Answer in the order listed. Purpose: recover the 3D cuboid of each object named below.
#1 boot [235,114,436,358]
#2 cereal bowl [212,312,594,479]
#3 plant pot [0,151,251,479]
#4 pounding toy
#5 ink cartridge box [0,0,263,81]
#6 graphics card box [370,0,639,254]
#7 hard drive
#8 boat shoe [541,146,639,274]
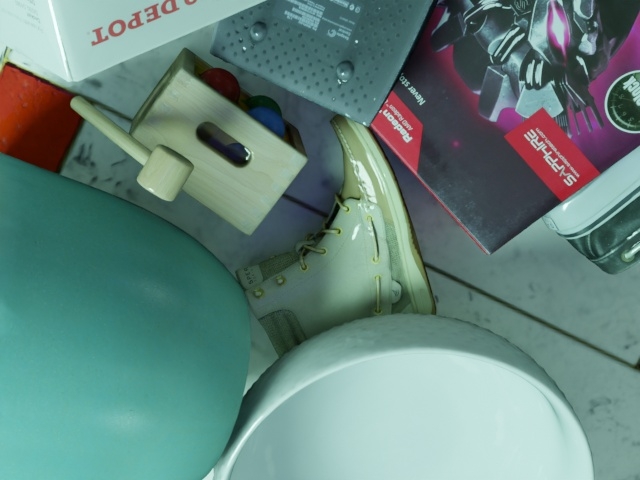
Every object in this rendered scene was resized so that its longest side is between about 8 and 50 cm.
[{"bbox_3d":[0.000,0.000,1.168,0.165,0.077,0.213,-19,111,2],"label":"boot"},{"bbox_3d":[0.066,0.205,1.187,0.339,0.141,0.339,-3,116,-7],"label":"cereal bowl"},{"bbox_3d":[-0.197,0.093,1.079,0.235,0.293,0.293,14,105,-23],"label":"plant pot"},{"bbox_3d":[-0.103,-0.095,1.062,0.181,0.206,0.094,35,100,-13],"label":"pounding toy"},{"bbox_3d":[-0.173,-0.290,0.938,0.198,0.197,0.270,-29,127,-28],"label":"ink cartridge box"},{"bbox_3d":[0.208,-0.183,1.084,0.371,0.094,0.233,-37,107,19],"label":"graphics card box"},{"bbox_3d":[0.028,-0.235,1.028,0.172,0.054,0.255,26,103,19],"label":"hard drive"},{"bbox_3d":[0.350,-0.101,1.161,0.335,0.121,0.119,-38,114,18],"label":"boat shoe"}]
